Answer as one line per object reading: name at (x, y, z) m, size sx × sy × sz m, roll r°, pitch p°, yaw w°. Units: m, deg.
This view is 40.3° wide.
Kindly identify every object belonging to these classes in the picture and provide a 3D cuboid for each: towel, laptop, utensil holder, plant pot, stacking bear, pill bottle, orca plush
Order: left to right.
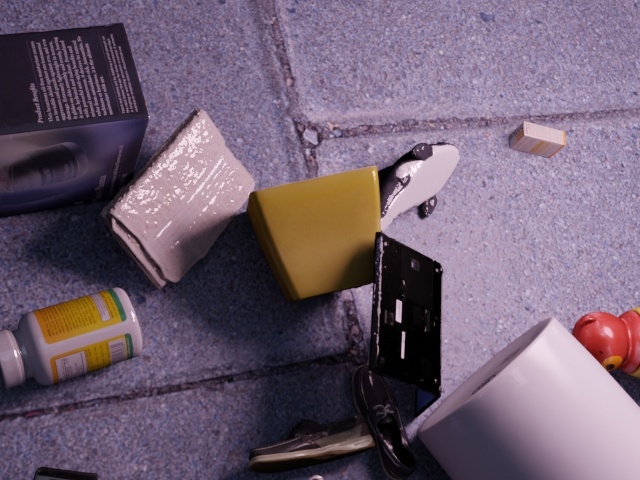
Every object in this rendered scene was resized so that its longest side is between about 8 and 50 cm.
pill bottle at (-0.393, 0.155, 1.344) m, size 0.208 × 0.117 × 0.117 m, roll -17°, pitch 74°, yaw -25°
towel at (-0.234, -0.071, 1.483) m, size 0.282 × 0.049 × 0.187 m, roll -56°, pitch 130°, yaw -29°
plant pot at (0.000, 0.000, 1.491) m, size 0.212 × 0.212 × 0.187 m, roll -13°, pitch 86°, yaw -8°
orca plush at (0.149, -0.099, 1.684) m, size 0.287 × 0.102 × 0.151 m, roll -55°, pitch 137°, yaw -19°
laptop at (0.131, 0.149, 1.461) m, size 0.264 × 0.137 × 0.234 m, roll 25°, pitch 57°, yaw -39°
utensil holder at (0.392, 0.366, 1.416) m, size 0.328 × 0.327 × 0.385 m, roll -37°, pitch 81°, yaw -29°
stacking bear at (0.624, 0.201, 1.667) m, size 0.289 × 0.175 × 0.164 m, roll 6°, pitch 48°, yaw -8°

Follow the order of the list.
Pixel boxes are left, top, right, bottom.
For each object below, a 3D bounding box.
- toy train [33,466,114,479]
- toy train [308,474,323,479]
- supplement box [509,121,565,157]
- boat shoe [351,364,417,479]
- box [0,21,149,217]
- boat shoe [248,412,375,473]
toy train at (-0.290, 0.438, 1.253) m, size 0.334 × 0.142 × 0.190 m, roll 12°, pitch 55°, yaw -15°
toy train at (0.028, 0.460, 1.403) m, size 0.166 × 0.046 × 0.125 m, roll 35°, pitch 60°, yaw -6°
supplement box at (0.456, -0.212, 1.834) m, size 0.098 × 0.062 × 0.036 m, roll 12°, pitch 65°, yaw -15°
boat shoe at (0.115, 0.304, 1.488) m, size 0.075 × 0.065 × 0.206 m, roll -12°, pitch 72°, yaw -24°
box at (-0.448, -0.175, 1.367) m, size 0.294 × 0.296 × 0.182 m, roll -11°, pitch 72°, yaw -22°
boat shoe at (-0.019, 0.328, 1.427) m, size 0.224 × 0.080 × 0.073 m, roll -3°, pitch 63°, yaw -26°
